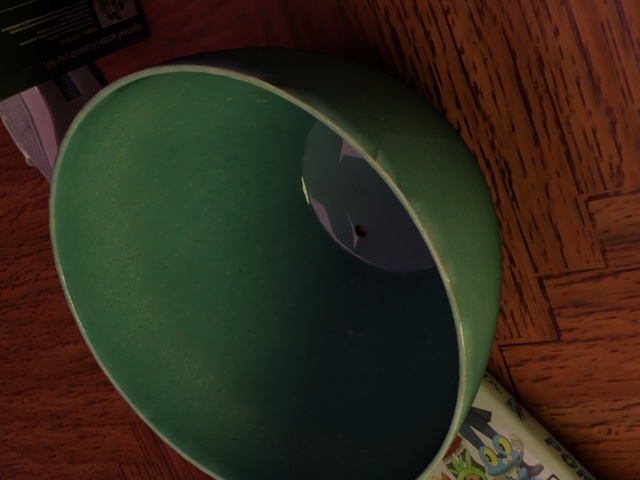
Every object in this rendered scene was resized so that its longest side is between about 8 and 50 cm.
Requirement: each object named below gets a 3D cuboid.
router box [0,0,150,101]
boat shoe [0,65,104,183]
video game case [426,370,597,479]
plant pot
[{"bbox_3d":[-0.210,-0.180,0.688,0.046,0.179,0.133,-4,112,34],"label":"router box"},{"bbox_3d":[-0.222,-0.101,0.818,0.081,0.079,0.228,-23,96,50],"label":"boat shoe"},{"bbox_3d":[0.093,0.281,0.738,0.300,0.036,0.329,46,117,22],"label":"video game case"},{"bbox_3d":[0.000,0.000,0.633,0.290,0.195,0.290,16,123,27],"label":"plant pot"}]
